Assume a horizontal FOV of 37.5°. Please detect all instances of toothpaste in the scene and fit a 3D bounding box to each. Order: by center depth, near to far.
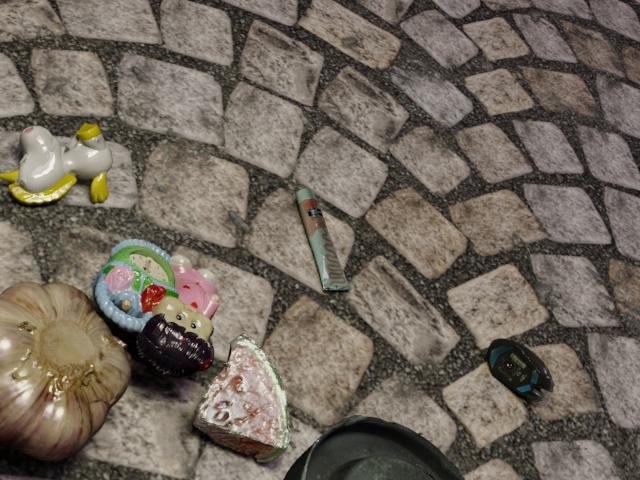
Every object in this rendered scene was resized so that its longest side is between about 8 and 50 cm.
[{"bbox_3d":[0.000,0.000,1.668,0.056,0.036,0.205,0,58,-33],"label":"toothpaste"}]

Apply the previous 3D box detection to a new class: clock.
[{"bbox_3d":[0.103,0.426,1.277,0.386,0.076,0.386,28,39,-26],"label":"clock"},{"bbox_3d":[-0.234,0.098,1.354,0.194,0.100,0.195,30,22,-19],"label":"clock"}]

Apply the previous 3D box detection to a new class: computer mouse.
[{"bbox_3d":[0.352,0.223,1.654,0.135,0.079,0.047,44,34,14],"label":"computer mouse"}]

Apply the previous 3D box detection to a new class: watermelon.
[{"bbox_3d":[-0.126,0.238,1.372,0.139,0.071,0.187,-10,67,-28],"label":"watermelon"}]

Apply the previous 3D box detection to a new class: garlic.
[{"bbox_3d":[-0.369,0.175,1.225,0.245,0.160,0.244,36,32,-27],"label":"garlic"}]

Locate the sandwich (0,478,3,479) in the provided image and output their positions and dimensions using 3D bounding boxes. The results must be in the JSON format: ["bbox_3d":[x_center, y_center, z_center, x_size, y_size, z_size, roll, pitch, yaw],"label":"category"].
[{"bbox_3d":[-0.456,0.336,1.127,0.163,0.113,0.079,-11,53,5],"label":"sandwich"}]

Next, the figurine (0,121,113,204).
[{"bbox_3d":[-0.418,-0.121,1.492,0.178,0.109,0.129,-6,79,-30],"label":"figurine"}]
